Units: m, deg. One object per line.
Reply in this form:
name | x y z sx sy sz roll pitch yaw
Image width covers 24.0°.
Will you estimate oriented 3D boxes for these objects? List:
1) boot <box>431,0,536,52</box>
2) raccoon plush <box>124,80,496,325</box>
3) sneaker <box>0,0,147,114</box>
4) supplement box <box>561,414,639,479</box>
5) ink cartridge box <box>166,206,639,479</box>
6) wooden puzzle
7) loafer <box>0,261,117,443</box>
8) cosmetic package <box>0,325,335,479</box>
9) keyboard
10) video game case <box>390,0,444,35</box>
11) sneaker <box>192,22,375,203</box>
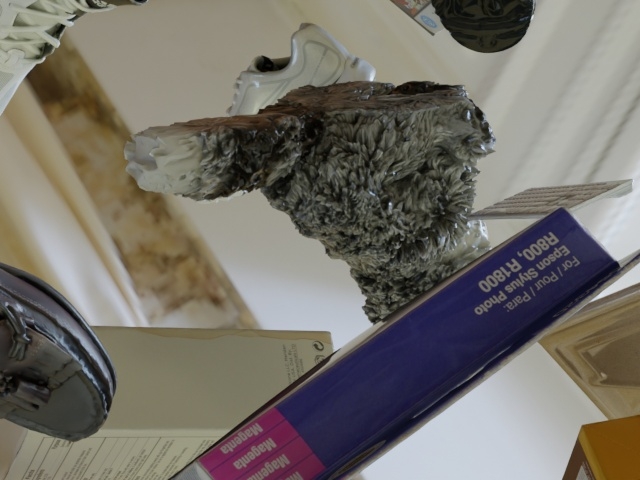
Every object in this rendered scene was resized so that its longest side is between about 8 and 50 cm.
boot | 0.148 -0.318 1.313 0.094 0.207 0.247 -4 127 28
raccoon plush | 0.000 0.000 1.565 0.446 0.216 0.299 -8 106 -23
sneaker | -0.344 -0.295 1.846 0.169 0.257 0.448 -1 120 -51
supplement box | 0.337 0.310 1.531 0.129 0.191 0.194 -8 139 -13
ink cartridge box | 0.041 0.098 1.058 0.324 0.071 0.330 -33 175 -23
wooden puzzle | 0.452 0.130 1.650 0.322 0.081 0.348 -26 123 36
loafer | -0.250 0.050 0.971 0.109 0.095 0.302 -35 121 15
cosmetic package | -0.148 0.164 1.444 0.309 0.113 0.160 4 148 -23
keyboard | 0.195 -0.034 1.317 0.072 0.014 0.256 -18 -177 -10
video game case | 0.085 -0.371 1.842 0.035 0.275 0.248 -54 -170 -12
sneaker | -0.070 -0.152 1.817 0.292 0.118 0.110 -38 -163 28
